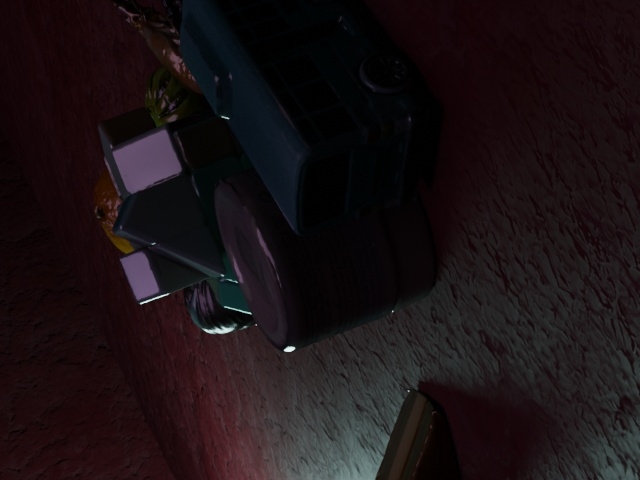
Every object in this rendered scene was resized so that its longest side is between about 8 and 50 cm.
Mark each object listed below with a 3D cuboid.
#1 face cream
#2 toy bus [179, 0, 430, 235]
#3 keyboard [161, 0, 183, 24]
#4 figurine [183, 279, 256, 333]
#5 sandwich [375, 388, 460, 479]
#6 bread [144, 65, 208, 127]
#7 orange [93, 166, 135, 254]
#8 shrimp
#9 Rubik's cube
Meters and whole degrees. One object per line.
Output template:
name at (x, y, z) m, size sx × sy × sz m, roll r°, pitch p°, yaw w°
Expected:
face cream at (0.000, 0.000, 1.270) m, size 0.177 × 0.153 × 0.177 m, roll 160°, pitch 90°, yaw -74°
toy bus at (-0.022, -0.141, 1.181) m, size 0.256 × 0.147 × 0.128 m, roll 57°, pitch 158°, yaw 31°
keyboard at (-0.206, -0.363, 1.700) m, size 0.309 × 0.018 × 0.101 m, roll 70°, pitch 164°, yaw -4°
figurine at (-0.127, 0.000, 1.727) m, size 0.110 × 0.138 × 0.245 m, roll -20°, pitch 86°, yaw 57°
sandwich at (0.126, 0.247, 1.409) m, size 0.079 × 0.113 × 0.163 m, roll 29°, pitch 103°, yaw 66°
bread at (-0.192, -0.170, 1.806) m, size 0.130 × 0.071 × 0.139 m, roll 67°, pitch 164°, yaw -9°
orange at (-0.250, -0.052, 1.992) m, size 0.177 × 0.155 × 0.177 m, roll 159°, pitch 90°, yaw -86°
shrimp at (-0.176, -0.260, 1.626) m, size 0.236 × 0.053 × 0.133 m, roll 40°, pitch 146°, yaw 37°
Rubik's cube at (-0.143, -0.035, 1.563) m, size 0.224 × 0.213 × 0.265 m, roll 8°, pitch 119°, yaw 70°
